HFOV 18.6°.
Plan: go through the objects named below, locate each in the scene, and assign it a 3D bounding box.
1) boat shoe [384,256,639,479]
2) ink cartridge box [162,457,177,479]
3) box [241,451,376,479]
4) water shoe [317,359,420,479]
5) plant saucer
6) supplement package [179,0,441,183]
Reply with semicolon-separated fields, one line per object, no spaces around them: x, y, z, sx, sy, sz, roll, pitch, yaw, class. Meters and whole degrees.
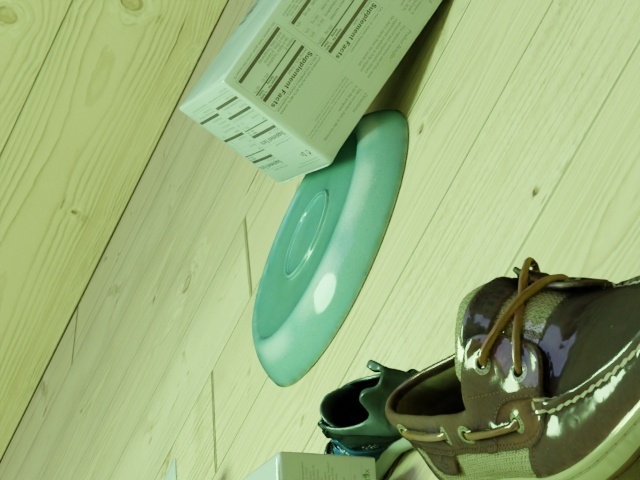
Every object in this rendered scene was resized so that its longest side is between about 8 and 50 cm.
0.132;0.078;1.191;0.123;0.123;0.342;-52;3;-25;boat shoe
-0.166;0.337;2.086;0.181;0.062;0.104;-63;14;17;ink cartridge box
-0.011;0.230;1.563;0.101;0.087;0.102;137;135;-58;box
0.032;0.147;1.600;0.203;0.080;0.073;-48;22;53;water shoe
0.000;0.000;2.058;0.317;0.044;0.317;-60;14;26;plant saucer
-0.002;-0.213;2.087;0.262;0.145;0.204;-55;11;-13;supplement package
